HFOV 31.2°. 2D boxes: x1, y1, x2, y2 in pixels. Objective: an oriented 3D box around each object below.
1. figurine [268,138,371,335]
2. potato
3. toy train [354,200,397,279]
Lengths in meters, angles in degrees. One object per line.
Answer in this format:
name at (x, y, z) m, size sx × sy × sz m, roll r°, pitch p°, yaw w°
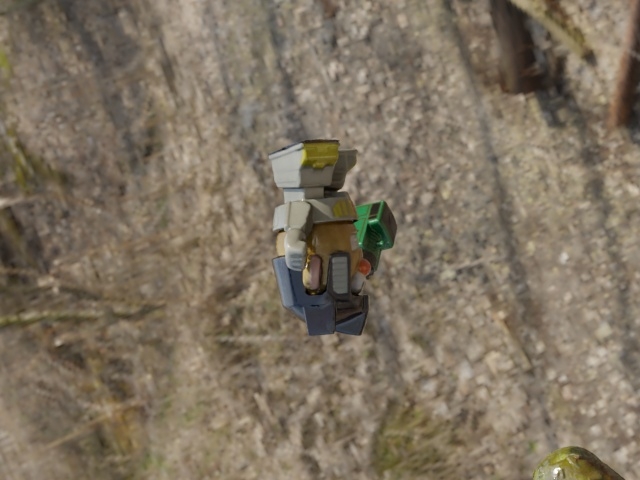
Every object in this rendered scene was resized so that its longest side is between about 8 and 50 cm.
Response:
figurine at (-0.001, 0.000, 1.683) m, size 0.143 × 0.308 × 0.309 m, roll -3°, pitch 112°, yaw 34°
potato at (0.506, 0.506, 2.088) m, size 0.298 × 0.141 × 0.176 m, roll 50°, pitch 126°, yaw 0°
toy train at (0.055, 0.009, 1.935) m, size 0.228 × 0.136 × 0.091 m, roll -75°, pitch -36°, yaw -52°
